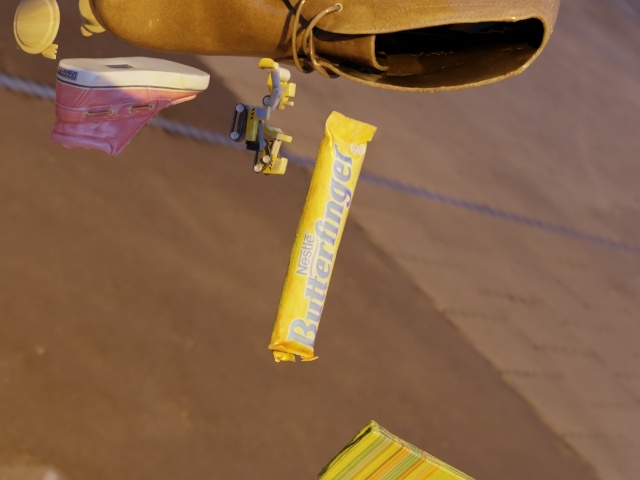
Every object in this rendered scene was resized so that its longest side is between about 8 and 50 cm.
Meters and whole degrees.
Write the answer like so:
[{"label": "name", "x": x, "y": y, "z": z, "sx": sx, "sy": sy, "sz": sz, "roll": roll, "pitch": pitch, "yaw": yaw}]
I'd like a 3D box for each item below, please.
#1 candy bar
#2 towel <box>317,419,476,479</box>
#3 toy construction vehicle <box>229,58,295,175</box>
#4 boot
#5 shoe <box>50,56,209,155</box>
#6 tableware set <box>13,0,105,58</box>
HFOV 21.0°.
[{"label": "candy bar", "x": 0.000, "y": 0.000, "z": 1.092, "sx": 0.040, "sy": 0.161, "sz": 0.018, "roll": 13, "pitch": 3, "yaw": -42}, {"label": "towel", "x": 0.119, "y": 0.272, "z": 1.827, "sx": 0.237, "sy": 0.102, "sz": 0.021, "roll": 30, "pitch": 37, "yaw": -21}, {"label": "toy construction vehicle", "x": -0.043, "y": -0.108, "z": 1.528, "sx": 0.035, "sy": 0.098, "sz": 0.086, "roll": 12, "pitch": -1, "yaw": 23}, {"label": "boot", "x": -0.003, "y": -0.149, "z": 1.073, "sx": 0.305, "sy": 0.112, "sz": 0.115, "roll": -1, "pitch": 40, "yaw": 8}, {"label": "shoe", "x": -0.182, "y": -0.127, "z": 1.633, "sx": 0.063, "sy": 0.081, "sz": 0.178, "roll": 25, "pitch": 20, "yaw": 37}, {"label": "tableware set", "x": -0.247, "y": -0.262, "z": 1.682, "sx": 0.141, "sy": 0.168, "sz": 0.020, "roll": -5, "pitch": -7, "yaw": 39}]
